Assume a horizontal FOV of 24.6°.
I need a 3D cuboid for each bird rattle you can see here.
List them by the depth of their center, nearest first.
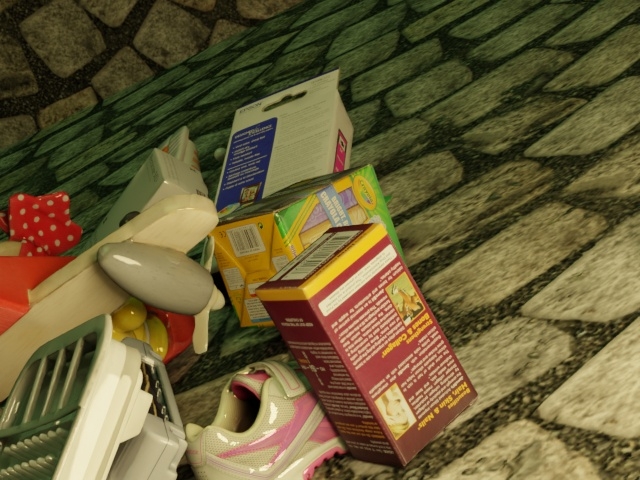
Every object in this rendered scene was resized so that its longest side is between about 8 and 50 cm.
[{"bbox_3d":[-0.374,0.069,1.869,0.143,0.254,0.207,1,14,31],"label":"bird rattle"}]

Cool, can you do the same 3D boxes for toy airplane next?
[{"bbox_3d":[-0.290,0.109,1.616,0.384,0.272,0.386,-22,-19,-18],"label":"toy airplane"}]

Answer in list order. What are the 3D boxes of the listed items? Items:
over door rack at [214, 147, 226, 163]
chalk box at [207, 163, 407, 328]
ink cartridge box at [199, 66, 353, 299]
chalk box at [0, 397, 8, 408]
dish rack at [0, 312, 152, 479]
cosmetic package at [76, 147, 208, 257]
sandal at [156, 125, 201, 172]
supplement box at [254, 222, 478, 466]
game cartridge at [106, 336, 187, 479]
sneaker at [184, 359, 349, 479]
[{"bbox_3d":[-0.126,-0.078,2.161,0.239,0.108,0.324,-28,17,7],"label":"over door rack"},{"bbox_3d":[0.000,0.000,1.671,0.213,0.132,0.132,-26,10,-42],"label":"chalk box"},{"bbox_3d":[-0.052,-0.083,1.960,0.175,0.069,0.371,-19,37,21],"label":"ink cartridge box"},{"bbox_3d":[-0.538,0.203,1.891,0.289,0.180,0.179,-14,22,43],"label":"chalk box"},{"bbox_3d":[-0.248,0.241,1.262,0.285,0.072,0.333,-25,42,60],"label":"dish rack"},{"bbox_3d":[-0.252,-0.001,2.000,0.231,0.085,0.117,-54,26,15],"label":"cosmetic package"},{"bbox_3d":[-0.243,-0.078,2.420,0.102,0.076,0.265,-36,33,31],"label":"sandal"},{"bbox_3d":[0.041,0.091,1.277,0.104,0.188,0.081,-39,19,-29],"label":"supplement box"},{"bbox_3d":[-0.202,0.219,1.378,0.196,0.060,0.294,-65,16,7],"label":"game cartridge"},{"bbox_3d":[-0.023,0.151,1.338,0.252,0.111,0.103,-41,21,-33],"label":"sneaker"}]
